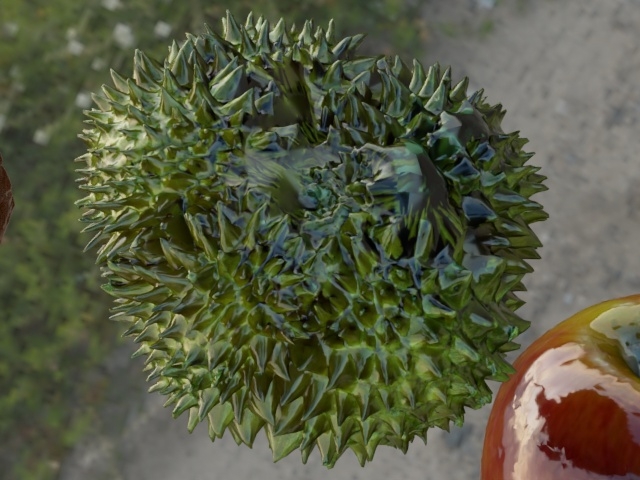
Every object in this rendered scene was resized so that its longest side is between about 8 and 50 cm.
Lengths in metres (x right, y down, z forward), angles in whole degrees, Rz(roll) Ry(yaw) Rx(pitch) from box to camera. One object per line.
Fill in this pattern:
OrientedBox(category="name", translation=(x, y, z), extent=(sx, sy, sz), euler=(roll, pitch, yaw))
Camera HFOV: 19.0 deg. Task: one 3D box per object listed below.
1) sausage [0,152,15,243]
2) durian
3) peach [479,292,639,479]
OrientedBox(category="sausage", translation=(-0.201, -0.064, 0.970), extent=(0.065, 0.169, 0.065), euler=(-4, 49, 5))
OrientedBox(category="durian", translation=(0.001, 0.002, 1.079), extent=(0.291, 0.291, 0.225), euler=(-121, 26, -43))
OrientedBox(category="peach", translation=(0.221, 0.172, 1.231), extent=(0.281, 0.238, 0.281), euler=(42, 146, 38))
